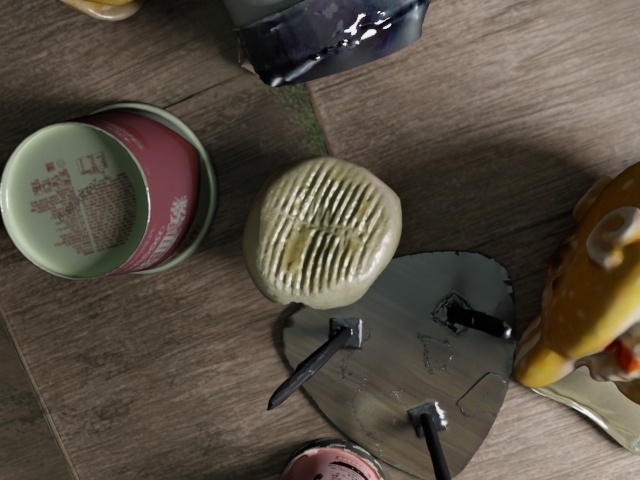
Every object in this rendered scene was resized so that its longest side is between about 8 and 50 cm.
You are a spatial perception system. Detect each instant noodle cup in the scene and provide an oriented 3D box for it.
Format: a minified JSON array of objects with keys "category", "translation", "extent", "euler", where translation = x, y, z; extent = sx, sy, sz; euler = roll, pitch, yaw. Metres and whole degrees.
[{"category":"instant noodle cup","translation":[-0.261,-0.054,0.870],"extent":[0.234,0.178,0.235],"euler":[1,100,7]}]

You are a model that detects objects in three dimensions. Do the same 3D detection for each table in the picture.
[{"category":"table","translation":[0.114,0.157,0.821],"extent":[0.317,0.249,0.317],"euler":[1,98,6]}]

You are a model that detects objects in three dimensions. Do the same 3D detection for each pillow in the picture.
[{"category":"pillow","translation":[0.366,0.176,0.905],"extent":[0.217,0.033,0.130],"euler":[33,98,1]}]

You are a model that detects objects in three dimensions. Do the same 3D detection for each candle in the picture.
[{"category":"candle","translation":[-0.032,-0.348,0.755],"extent":[0.221,0.221,0.342],"euler":[-21,109,9]}]

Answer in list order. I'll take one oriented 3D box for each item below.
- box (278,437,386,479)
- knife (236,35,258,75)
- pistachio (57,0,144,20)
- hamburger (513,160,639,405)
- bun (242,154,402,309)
[{"category":"box","translation":[0.011,0.352,0.919],"extent":[0.151,0.135,0.151],"euler":[1,97,5]},{"category":"knife","translation":[-0.067,-0.386,0.872],"extent":[0.089,0.043,0.365],"euler":[3,99,8]},{"category":"pistachio","translation":[-0.272,-0.419,0.810],"extent":[0.230,0.230,0.309],"euler":[-20,100,9]},{"category":"hamburger","translation":[0.345,0.051,0.789],"extent":[0.186,0.261,0.303],"euler":[26,123,7]},{"category":"bun","translation":[0.000,0.000,0.864],"extent":[0.178,0.128,0.193],"euler":[22,76,6]}]
